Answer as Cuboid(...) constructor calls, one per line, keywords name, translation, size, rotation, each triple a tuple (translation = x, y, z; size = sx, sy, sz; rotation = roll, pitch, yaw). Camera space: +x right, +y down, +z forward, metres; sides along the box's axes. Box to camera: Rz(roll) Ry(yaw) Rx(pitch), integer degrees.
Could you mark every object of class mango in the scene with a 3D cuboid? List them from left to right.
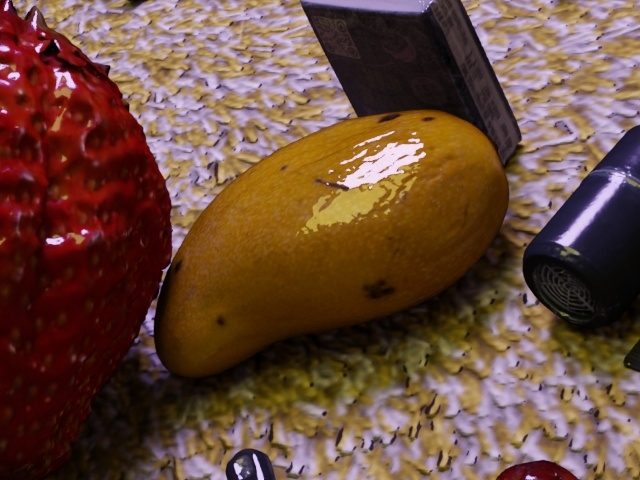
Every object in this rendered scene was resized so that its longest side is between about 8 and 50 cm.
Cuboid(name="mango", translation=(-0.001, -0.004, 1.065), size=(0.262, 0.109, 0.157), rotation=(-26, 41, 2))

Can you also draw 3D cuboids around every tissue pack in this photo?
Cuboid(name="tissue pack", translation=(0.063, -0.116, 1.123), size=(0.112, 0.156, 0.051), rotation=(12, 55, 39))

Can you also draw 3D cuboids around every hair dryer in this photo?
Cuboid(name="hair dryer", translation=(0.236, 0.010, 0.949), size=(0.219, 0.071, 0.124), rotation=(18, 56, 39))

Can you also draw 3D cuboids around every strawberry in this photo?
Cuboid(name="strawberry", translation=(-0.208, 0.012, 1.023), size=(0.238, 0.250, 0.288), rotation=(-31, 55, 51))

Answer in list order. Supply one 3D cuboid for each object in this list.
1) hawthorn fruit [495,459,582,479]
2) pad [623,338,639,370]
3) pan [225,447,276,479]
Cuboid(name="hawthorn fruit", translation=(0.115, 0.150, 0.846), size=(0.077, 0.077, 0.077), rotation=(-16, 38, 13))
Cuboid(name="pad", translation=(0.292, 0.020, 0.958), size=(0.143, 0.003, 0.211), rotation=(17, 54, 42))
Cuboid(name="pan", translation=(-0.015, 0.204, 0.890), size=(0.136, 0.028, 0.235), rotation=(-23, 40, 2))
